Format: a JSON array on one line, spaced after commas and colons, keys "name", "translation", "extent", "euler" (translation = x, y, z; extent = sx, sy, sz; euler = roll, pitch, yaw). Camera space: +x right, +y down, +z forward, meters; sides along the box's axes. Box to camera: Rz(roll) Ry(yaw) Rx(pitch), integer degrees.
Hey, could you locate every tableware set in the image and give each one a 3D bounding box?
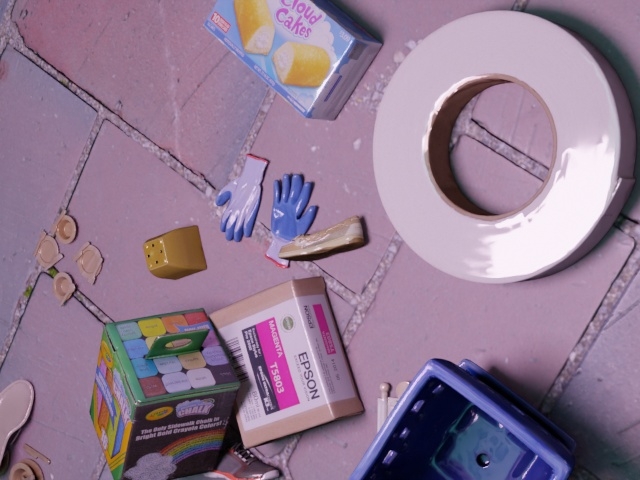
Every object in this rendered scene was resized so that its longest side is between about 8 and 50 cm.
[{"name": "tableware set", "translation": [-0.486, 0.032, 2.142], "extent": [0.141, 0.020, 0.169], "euler": [-47, 67, 26]}, {"name": "tableware set", "translation": [-0.628, 0.457, 2.237], "extent": [0.194, 0.039, 0.128], "euler": [24, 104, 31]}]

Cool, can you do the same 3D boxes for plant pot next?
[{"name": "plant pot", "translation": [-0.261, 0.023, 1.950], "extent": [0.081, 0.083, 0.082], "euler": [-19, 81, 33]}, {"name": "plant pot", "translation": [0.205, 0.309, 1.537], "extent": [0.236, 0.212, 0.236], "euler": [36, 103, 16]}]

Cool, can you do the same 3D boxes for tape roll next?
[{"name": "tape roll", "translation": [0.255, -0.131, 1.602], "extent": [0.392, 0.072, 0.392], "euler": [1, 91, 34]}]

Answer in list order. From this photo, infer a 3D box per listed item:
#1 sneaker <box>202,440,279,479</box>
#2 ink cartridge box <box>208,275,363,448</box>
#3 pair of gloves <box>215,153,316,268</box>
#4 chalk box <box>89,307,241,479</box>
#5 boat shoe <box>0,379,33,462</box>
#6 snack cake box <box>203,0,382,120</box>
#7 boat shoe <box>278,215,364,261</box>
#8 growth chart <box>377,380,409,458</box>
[{"name": "sneaker", "translation": [-0.139, 0.372, 1.891], "extent": [0.157, 0.061, 0.065], "euler": [-1, 84, 34]}, {"name": "ink cartridge box", "translation": [-0.060, 0.198, 1.815], "extent": [0.193, 0.088, 0.235], "euler": [-25, 76, 33]}, {"name": "pair of gloves", "translation": [-0.096, -0.054, 1.873], "extent": [0.198, 0.023, 0.159], "euler": [27, 105, 30]}, {"name": "chalk box", "translation": [-0.252, 0.234, 1.814], "extent": [0.179, 0.180, 0.289], "euler": [58, 142, 39]}, {"name": "boat shoe", "translation": [-0.629, 0.368, 2.205], "extent": [0.206, 0.075, 0.065], "euler": [-66, 14, -9]}, {"name": "snack cake box", "translation": [-0.047, -0.330, 1.793], "extent": [0.264, 0.089, 0.152], "euler": [44, 115, 25]}, {"name": "boat shoe", "translation": [-0.001, 0.000, 1.792], "extent": [0.153, 0.056, 0.048], "euler": [-15, 73, 32]}, {"name": "growth chart", "translation": [0.180, 0.311, 1.693], "extent": [0.237, 0.021, 0.172], "euler": [13, 98, 33]}]
